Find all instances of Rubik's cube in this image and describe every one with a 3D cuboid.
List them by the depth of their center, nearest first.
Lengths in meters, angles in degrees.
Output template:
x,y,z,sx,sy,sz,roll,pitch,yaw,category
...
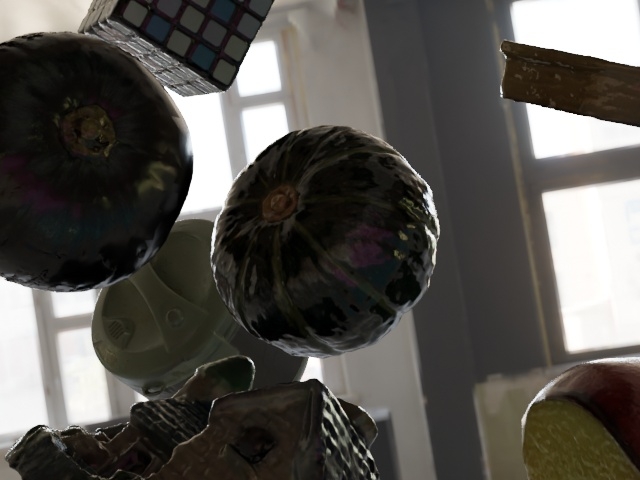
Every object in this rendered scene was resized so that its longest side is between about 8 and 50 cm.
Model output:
x,y,z,sx,sy,sz,roll,pitch,yaw,category
-0.189,-0.315,1.448,0.187,0.184,0.182,30,-10,-26,Rubik's cube

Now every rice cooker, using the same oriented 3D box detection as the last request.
x,y,z,sx,sy,sz,roll,pitch,yaw,category
-0.180,0.126,1.632,0.288,0.288,0.277,-10,-39,31,rice cooker

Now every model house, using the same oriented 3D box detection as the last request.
x,y,z,sx,sy,sz,roll,pitch,yaw,category
-0.095,0.232,1.037,0.284,0.243,0.298,-41,44,-21,model house

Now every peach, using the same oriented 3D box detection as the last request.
x,y,z,sx,sy,sz,roll,pitch,yaw,category
0.358,0.255,1.156,0.245,0.249,0.275,-29,36,0,peach

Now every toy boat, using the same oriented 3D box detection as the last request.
x,y,z,sx,sy,sz,roll,pitch,yaw,category
0.277,-0.154,1.094,0.116,0.061,0.188,2,14,-44,toy boat

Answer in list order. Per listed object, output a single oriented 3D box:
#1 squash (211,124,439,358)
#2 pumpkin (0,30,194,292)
x,y,z,sx,sy,sz,roll,pitch,yaw,category
0.000,0.000,1.150,0.252,0.252,0.165,-11,-33,35,squash
-0.223,-0.066,0.943,0.233,0.233,0.163,-8,-13,-39,pumpkin
